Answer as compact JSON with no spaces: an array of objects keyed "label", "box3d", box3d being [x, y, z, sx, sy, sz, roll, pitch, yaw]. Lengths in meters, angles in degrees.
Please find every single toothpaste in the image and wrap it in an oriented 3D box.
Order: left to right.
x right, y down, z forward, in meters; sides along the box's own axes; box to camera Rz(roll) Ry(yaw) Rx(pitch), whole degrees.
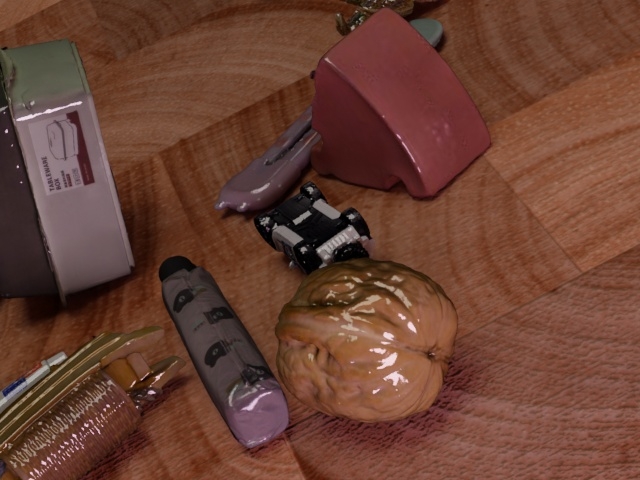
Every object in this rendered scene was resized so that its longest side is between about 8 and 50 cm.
[{"label":"toothpaste","box3d":[-0.364,0.195,1.849,0.218,0.033,0.052,-36,28,-7]}]

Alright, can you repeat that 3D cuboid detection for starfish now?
[{"label":"starfish","box3d":[0.095,-0.320,2.245,0.150,0.053,0.210,6,29,16]}]

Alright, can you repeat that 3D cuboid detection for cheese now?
[{"label":"cheese","box3d":[0.090,-0.125,1.919,0.177,0.203,0.128,38,60,22]}]

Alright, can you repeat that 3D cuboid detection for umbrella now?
[{"label":"umbrella","box3d":[-0.109,0.103,1.755,0.067,0.073,0.337,-13,28,-15]}]

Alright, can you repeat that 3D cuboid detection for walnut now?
[{"label":"walnut","box3d":[0.037,0.093,1.592,0.184,0.155,0.155,3,42,42]}]

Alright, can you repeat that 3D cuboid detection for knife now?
[{"label":"knife","box3d":[0.011,-0.163,2.089,0.132,0.038,0.398,3,42,45]}]

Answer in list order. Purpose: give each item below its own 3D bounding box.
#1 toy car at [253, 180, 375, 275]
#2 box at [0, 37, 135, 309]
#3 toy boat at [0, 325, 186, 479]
[{"label":"toy car","box3d":[0.000,0.000,1.827,0.080,0.070,0.170,-34,31,-13]},{"label":"box","box3d":[-0.330,-0.081,1.986,0.166,0.290,0.220,-14,30,-7]},{"label":"toy boat","box3d":[-0.268,0.199,1.712,0.310,0.089,0.115,-40,37,-22]}]
